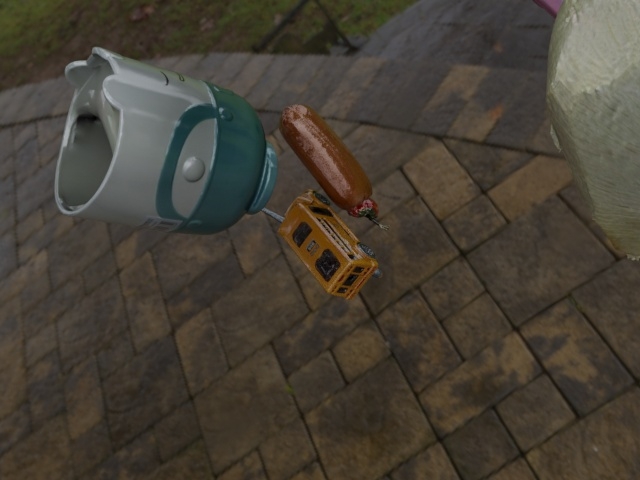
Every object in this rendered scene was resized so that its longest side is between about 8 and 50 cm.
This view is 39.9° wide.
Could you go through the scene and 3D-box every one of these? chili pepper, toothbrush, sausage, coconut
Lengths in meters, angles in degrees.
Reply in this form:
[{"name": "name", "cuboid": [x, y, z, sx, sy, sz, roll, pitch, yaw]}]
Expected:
[{"name": "chili pepper", "cuboid": [0.054, -0.082, 1.582, 0.059, 0.050, 0.268, -7, 29, -20]}, {"name": "toothbrush", "cuboid": [-0.023, -0.011, 1.669, 0.023, 0.321, 0.031, -60, 5, 6]}, {"name": "sausage", "cuboid": [0.007, -0.135, 1.411, 0.076, 0.197, 0.076, -38, 10, 8]}, {"name": "coconut", "cuboid": [0.394, -0.142, 0.862, 0.347, 0.346, 0.360, -16, 32, 27]}]

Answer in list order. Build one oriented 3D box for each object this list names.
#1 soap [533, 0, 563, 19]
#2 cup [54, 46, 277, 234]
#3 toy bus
[{"name": "soap", "cuboid": [0.310, -0.354, 1.149, 0.100, 0.149, 0.056, -46, 25, 19]}, {"name": "cup", "cuboid": [-0.231, -0.130, 1.220, 0.290, 0.258, 0.219, 29, 105, 54]}, {"name": "toy bus", "cuboid": [0.000, 0.000, 1.392, 0.083, 0.088, 0.194, -54, 55, 20]}]
